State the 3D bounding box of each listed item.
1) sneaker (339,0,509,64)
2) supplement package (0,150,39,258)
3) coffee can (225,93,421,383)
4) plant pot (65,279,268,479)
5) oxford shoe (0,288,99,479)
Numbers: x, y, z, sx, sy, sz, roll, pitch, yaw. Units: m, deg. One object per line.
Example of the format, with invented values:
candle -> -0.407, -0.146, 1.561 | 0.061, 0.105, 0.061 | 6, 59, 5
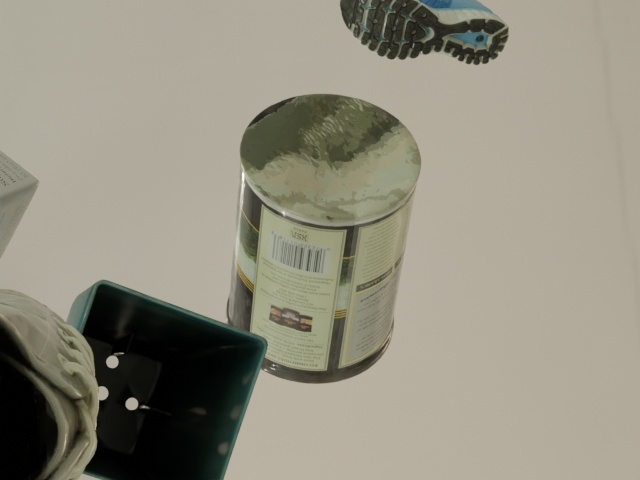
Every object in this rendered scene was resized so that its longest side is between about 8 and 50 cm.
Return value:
sneaker -> 0.089, -0.204, 1.699 | 0.063, 0.162, 0.073 | -65, 28, 29
supplement package -> -0.456, -0.013, 1.873 | 0.175, 0.177, 0.293 | -58, -12, 25
coffee can -> 0.000, 0.000, 2.120 | 0.275, 0.202, 0.201 | 98, 169, -46
plant pot -> -0.181, 0.142, 1.728 | 0.165, 0.165, 0.234 | -71, 16, -9
oxford shoe -> -0.182, 0.103, 1.055 | 0.449, 0.130, 0.169 | 35, -129, -82
